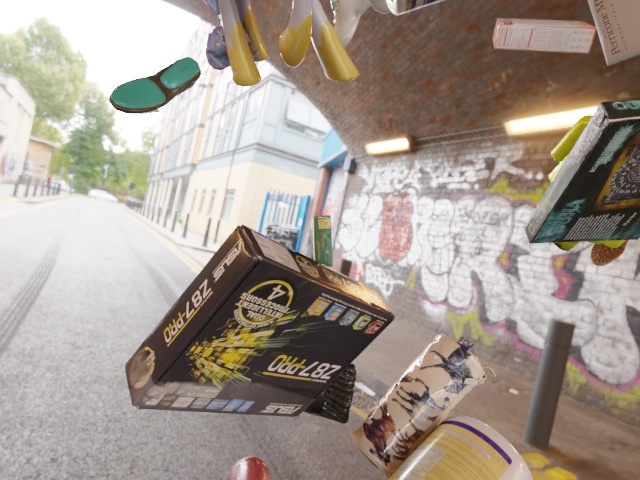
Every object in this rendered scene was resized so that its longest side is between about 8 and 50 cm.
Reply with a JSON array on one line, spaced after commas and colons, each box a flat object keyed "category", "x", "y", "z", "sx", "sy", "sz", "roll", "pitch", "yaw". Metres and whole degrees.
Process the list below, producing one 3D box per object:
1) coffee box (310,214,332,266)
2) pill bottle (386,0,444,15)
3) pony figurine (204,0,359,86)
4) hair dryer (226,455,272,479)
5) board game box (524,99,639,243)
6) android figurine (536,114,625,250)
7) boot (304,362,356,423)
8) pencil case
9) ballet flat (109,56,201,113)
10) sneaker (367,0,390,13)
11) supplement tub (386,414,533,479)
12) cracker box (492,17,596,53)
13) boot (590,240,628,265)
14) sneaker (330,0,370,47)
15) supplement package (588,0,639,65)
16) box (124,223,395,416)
[{"category": "coffee box", "x": 0.000, "y": 0.000, "z": 0.989, "sx": 0.040, "sy": 0.113, "sz": 0.184, "roll": -1, "pitch": 3, "yaw": -3}, {"category": "pill bottle", "x": 0.167, "y": -0.363, "z": 0.554, "sx": 0.169, "sy": 0.094, "sz": 0.094, "roll": -15, "pitch": -2, "yaw": 4}, {"category": "pony figurine", "x": -0.108, "y": -0.398, "z": 0.546, "sx": 0.351, "sy": 0.364, "sz": 0.303, "roll": 26, "pitch": 51, "yaw": 33}, {"category": "hair dryer", "x": -0.129, "y": 0.479, "z": 0.706, "sx": 0.080, "sy": 0.294, "sz": 0.224, "roll": 12, "pitch": 42, "yaw": -14}, {"category": "board game box", "x": 0.299, "y": -0.059, "z": 0.429, "sx": 0.126, "sy": 0.026, "sz": 0.186, "roll": -2, "pitch": -34, "yaw": 2}, {"category": "android figurine", "x": 0.475, "y": -0.112, "z": 0.717, "sx": 0.056, "sy": 0.248, "sz": 0.273, "roll": 11, "pitch": -41, "yaw": -10}, {"category": "boot", "x": -0.020, "y": 0.350, "z": 1.269, "sx": 0.260, "sy": 0.348, "sz": 0.131, "roll": 4, "pitch": 7, "yaw": 11}, {"category": "pencil case", "x": 0.264, "y": 0.436, "z": 1.136, "sx": 0.160, "sy": 0.410, "sz": 0.183, "roll": 55, "pitch": -19, "yaw": -23}, {"category": "ballet flat", "x": -0.432, "y": -0.393, "z": 1.151, "sx": 0.095, "sy": 0.280, "sz": 0.096, "roll": 50, "pitch": -33, "yaw": -4}, {"category": "sneaker", "x": 0.092, "y": -0.602, "z": 0.924, "sx": 0.094, "sy": 0.091, "sz": 0.258, "roll": -7, "pitch": -42, "yaw": 35}, {"category": "supplement tub", "x": 0.271, "y": 0.572, "z": 0.927, "sx": 0.331, "sy": 0.241, "sz": 0.241, "roll": -28, "pitch": 24, "yaw": -32}, {"category": "cracker box", "x": 0.595, "y": -0.557, "z": 1.169, "sx": 0.232, "sy": 0.067, "sz": 0.156, "roll": 11, "pitch": 34, "yaw": 14}, {"category": "boot", "x": 0.710, "y": 0.026, "z": 1.059, "sx": 0.059, "sy": 0.158, "sz": 0.085, "roll": 38, "pitch": -27, "yaw": 36}, {"category": "sneaker", "x": 0.061, "y": -0.615, "z": 1.172, "sx": 0.094, "sy": 0.212, "sz": 0.080, "roll": 16, "pitch": 39, "yaw": -25}, {"category": "supplement package", "x": 0.343, "y": -0.289, "z": 0.348, "sx": 0.149, "sy": 0.194, "sz": 0.203, "roll": -26, "pitch": 7, "yaw": -24}, {"category": "box", "x": -0.084, "y": 0.176, "z": 0.780, "sx": 0.395, "sy": 0.318, "sz": 0.097, "roll": 30, "pitch": 18, "yaw": -47}]
